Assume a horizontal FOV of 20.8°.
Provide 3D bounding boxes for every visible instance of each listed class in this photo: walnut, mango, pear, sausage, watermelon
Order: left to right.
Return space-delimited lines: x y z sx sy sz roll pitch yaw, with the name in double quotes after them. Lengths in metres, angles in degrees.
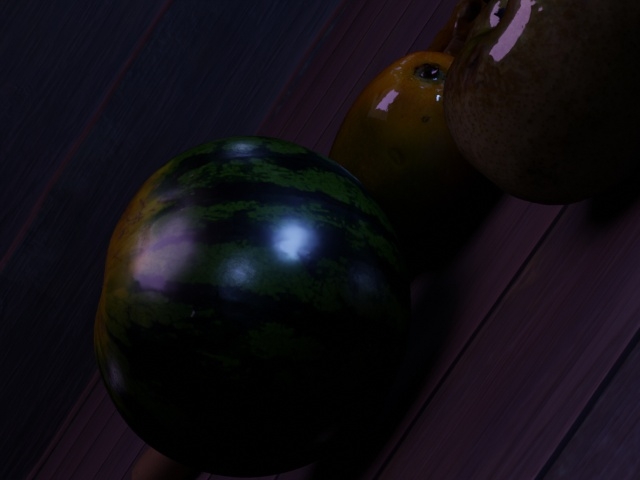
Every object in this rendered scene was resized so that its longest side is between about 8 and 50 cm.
-0.122 0.193 1.871 0.301 0.066 0.066 -47 14 45 "sausage"
-0.052 0.052 1.357 0.269 0.269 0.269 -55 9 13 "watermelon"
0.062 -0.055 1.498 0.289 0.129 0.146 130 156 -63 "mango"
0.150 -0.182 1.672 0.143 0.069 0.170 -47 15 45 "walnut"
0.156 -0.103 1.123 0.167 0.136 0.167 -50 10 13 "pear"

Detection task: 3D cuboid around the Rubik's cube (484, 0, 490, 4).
0.195 -0.303 1.473 0.184 0.182 0.187 -60 10 -17 "Rubik's cube"
